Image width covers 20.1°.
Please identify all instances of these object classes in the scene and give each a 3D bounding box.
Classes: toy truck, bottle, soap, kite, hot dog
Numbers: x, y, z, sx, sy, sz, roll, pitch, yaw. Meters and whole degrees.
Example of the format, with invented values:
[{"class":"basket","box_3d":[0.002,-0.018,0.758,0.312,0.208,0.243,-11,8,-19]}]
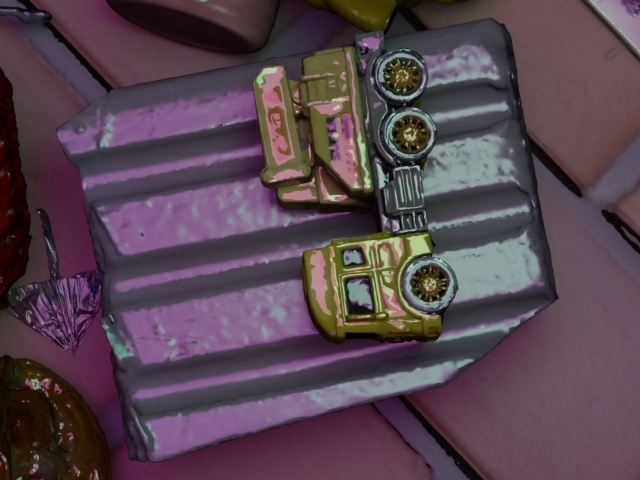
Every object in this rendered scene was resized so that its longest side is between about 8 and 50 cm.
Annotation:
[{"class":"toy truck","box_3d":[0.028,-0.040,1.579,0.157,0.124,0.272,-8,83,-1]},{"class":"bottle","box_3d":[-0.109,-0.352,1.803,0.206,0.173,0.297,12,83,35]},{"class":"soap","box_3d":[0.000,0.000,1.740,0.435,0.213,0.350,-13,82,0]},{"class":"kite","box_3d":[-0.271,0.042,1.842,0.139,0.011,0.157,-12,85,-3]},{"class":"hot dog","box_3d":[-0.286,0.238,1.751,0.175,0.114,0.259,1,85,-44]}]

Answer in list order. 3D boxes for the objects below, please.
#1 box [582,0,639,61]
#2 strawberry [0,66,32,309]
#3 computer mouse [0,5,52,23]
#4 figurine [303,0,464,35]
[{"class":"box","box_3d":[0.320,-0.259,1.853,0.090,0.024,0.167,-43,86,-3]},{"class":"strawberry","box_3d":[-0.415,-0.044,1.681,0.292,0.343,0.292,2,53,-2]},{"class":"computer mouse","box_3d":[-0.463,-0.216,1.833,0.379,0.090,0.167,-2,90,-6]},{"class":"figurine","box_3d":[0.071,-0.292,1.727,0.326,0.169,0.218,-22,75,-38]}]
